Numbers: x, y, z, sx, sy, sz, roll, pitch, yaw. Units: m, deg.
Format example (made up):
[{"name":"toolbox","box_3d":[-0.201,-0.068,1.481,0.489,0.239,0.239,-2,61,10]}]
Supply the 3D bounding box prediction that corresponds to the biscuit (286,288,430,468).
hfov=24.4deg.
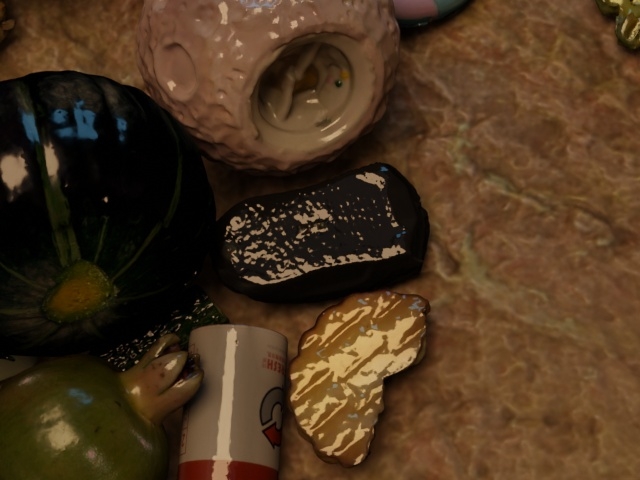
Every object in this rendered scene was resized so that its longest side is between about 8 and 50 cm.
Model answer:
[{"name":"biscuit","box_3d":[0.032,0.124,1.410,0.118,0.061,0.183,22,74,21]}]

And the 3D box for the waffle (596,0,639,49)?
[{"name":"waffle","box_3d":[0.392,-0.339,1.502,0.297,0.073,0.317,-19,74,11]}]

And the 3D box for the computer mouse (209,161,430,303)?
[{"name":"computer mouse","box_3d":[0.000,0.000,1.456,0.217,0.073,0.122,-14,69,0]}]

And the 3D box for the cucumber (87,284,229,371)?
[{"name":"cucumber","box_3d":[-0.181,0.110,1.466,0.187,0.058,0.058,-33,66,1]}]

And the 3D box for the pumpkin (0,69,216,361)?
[{"name":"pumpkin","box_3d":[-0.250,-0.039,1.389,0.296,0.296,0.296,-4,69,11]}]

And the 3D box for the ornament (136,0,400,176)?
[{"name":"ornament","box_3d":[-0.052,-0.195,1.447,0.259,0.259,0.225,-34,45,-2]}]

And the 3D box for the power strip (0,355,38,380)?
[{"name":"power strip","box_3d":[-0.456,0.140,1.500,0.385,0.062,0.091,-21,50,4]}]

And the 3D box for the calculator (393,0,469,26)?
[{"name":"calculator","box_3d":[0.057,-0.358,1.538,0.173,0.051,0.293,-38,89,-15]}]

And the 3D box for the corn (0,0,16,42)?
[{"name":"corn","box_3d":[-0.463,-0.313,1.662,0.106,0.106,0.305,-43,65,-6]}]

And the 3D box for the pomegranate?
[{"name":"pomegranate","box_3d":[-0.206,0.177,1.344,0.210,0.179,0.179,-38,61,34]}]

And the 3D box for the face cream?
[{"name":"face cream","box_3d":[-0.084,0.193,1.389,0.096,0.096,0.214,-1,70,12]}]
